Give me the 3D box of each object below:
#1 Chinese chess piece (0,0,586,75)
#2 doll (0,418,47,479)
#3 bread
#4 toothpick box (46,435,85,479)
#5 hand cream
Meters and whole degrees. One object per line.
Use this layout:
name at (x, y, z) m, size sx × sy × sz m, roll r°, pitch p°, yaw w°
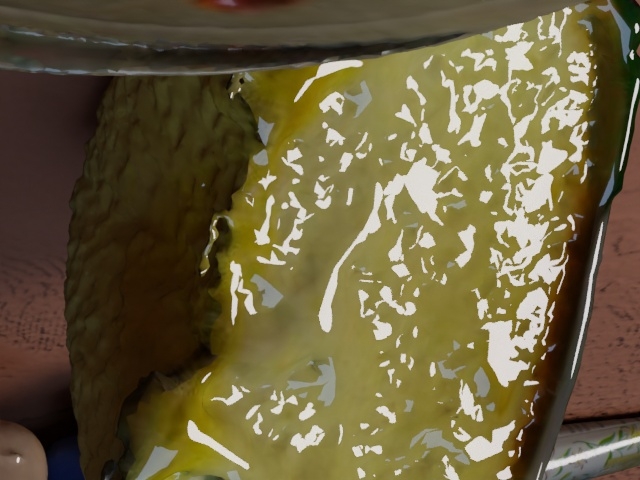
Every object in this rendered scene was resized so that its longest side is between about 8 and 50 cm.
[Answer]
Chinese chess piece at (-0.033, -0.108, 0.253) m, size 0.250 × 0.103 × 0.250 m, roll -1°, pitch 170°, yaw 0°
doll at (-0.266, 0.115, 0.616) m, size 0.278 × 0.119 × 0.154 m, roll 9°, pitch 142°, yaw -23°
bread at (-0.005, 0.004, 0.492) m, size 0.174 × 0.133 × 0.251 m, roll 5°, pitch 103°, yaw -31°
toothpick box at (-0.082, 0.217, 0.748) m, size 0.355 × 0.263 × 0.263 m, roll -32°, pitch 144°, yaw 31°
hand cream at (0.158, 0.136, 0.871) m, size 0.195 × 0.042 × 0.067 m, roll -6°, pitch 149°, yaw -18°
